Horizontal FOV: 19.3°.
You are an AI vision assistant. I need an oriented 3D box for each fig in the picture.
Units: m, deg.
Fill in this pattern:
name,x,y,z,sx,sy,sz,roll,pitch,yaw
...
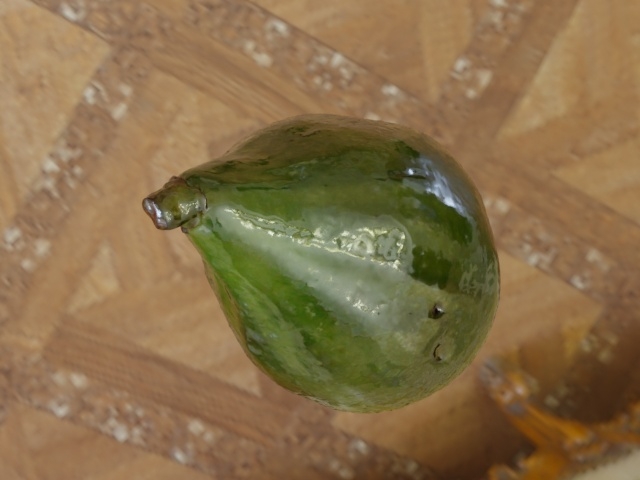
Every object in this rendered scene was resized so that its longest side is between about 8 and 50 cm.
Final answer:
name,x,y,z,sx,sy,sz,roll,pitch,yaw
fig,0.000,0.000,0.674,0.117,0.117,0.177,-54,154,1
